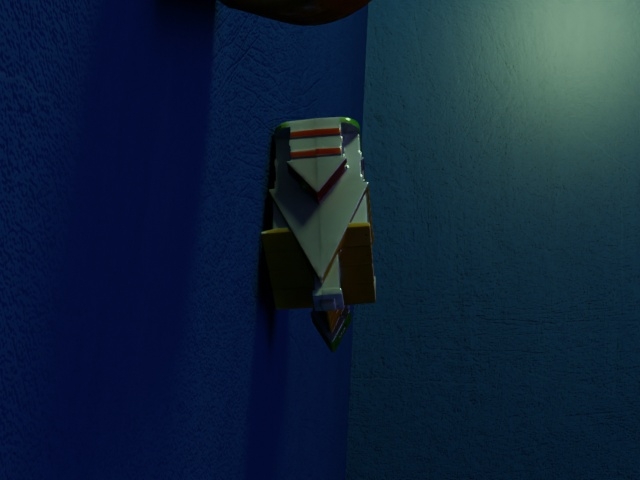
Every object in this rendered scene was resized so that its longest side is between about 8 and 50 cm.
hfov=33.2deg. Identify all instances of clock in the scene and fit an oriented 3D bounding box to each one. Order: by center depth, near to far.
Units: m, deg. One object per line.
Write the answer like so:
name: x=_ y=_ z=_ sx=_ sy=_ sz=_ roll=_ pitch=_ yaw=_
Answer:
clock: x=0.000 y=0.000 z=1.673 sx=0.235 sy=0.166 sz=0.310 roll=80 pitch=6 yaw=-55

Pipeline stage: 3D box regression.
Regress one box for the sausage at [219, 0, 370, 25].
sausage: x=-0.032 y=-0.349 z=1.141 sx=0.287 sy=0.233 sz=0.233 roll=-41 pitch=132 yaw=-79
